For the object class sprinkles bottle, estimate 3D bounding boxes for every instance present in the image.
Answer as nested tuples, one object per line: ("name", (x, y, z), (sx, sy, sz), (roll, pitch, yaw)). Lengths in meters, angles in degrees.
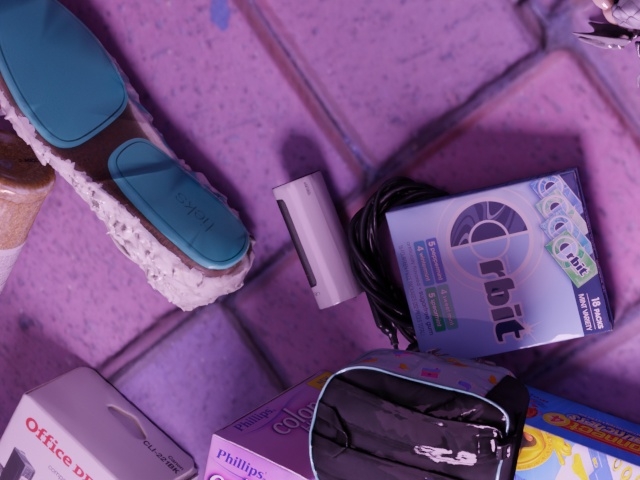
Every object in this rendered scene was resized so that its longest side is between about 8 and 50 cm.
("sprinkles bottle", (-0.425, 0.040, 1.923), (0.121, 0.121, 0.355), (40, 120, 16))

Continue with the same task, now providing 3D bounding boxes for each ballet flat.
("ballet flat", (-0.237, -0.084, 1.772), (0.409, 0.147, 0.147), (51, 123, 7))

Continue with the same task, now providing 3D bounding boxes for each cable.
("cable", (0.104, 0.024, 1.643), (0.150, 0.047, 0.184), (-13, 96, 33))

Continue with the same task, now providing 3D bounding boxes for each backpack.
("backpack", (0.090, 0.181, 1.529), (0.188, 0.144, 0.166), (12, 109, 13))

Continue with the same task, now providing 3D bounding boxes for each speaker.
("speaker", (0.000, 0.000, 1.695), (0.055, 0.055, 0.136), (-20, 93, 34))

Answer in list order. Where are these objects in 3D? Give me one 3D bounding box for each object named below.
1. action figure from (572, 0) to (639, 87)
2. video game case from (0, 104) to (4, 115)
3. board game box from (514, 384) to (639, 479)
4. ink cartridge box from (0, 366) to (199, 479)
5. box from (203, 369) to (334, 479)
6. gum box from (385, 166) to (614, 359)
("action figure", (0.282, -0.263, 1.427), (0.185, 0.099, 0.285), (2, 108, 25))
("video game case", (-0.427, -0.234, 1.895), (0.285, 0.025, 0.204), (-8, 105, 32))
("board game box", (0.204, 0.305, 1.633), (0.302, 0.086, 0.308), (18, 112, 27))
("ink cartridge box", (-0.292, 0.314, 1.923), (0.197, 0.114, 0.273), (40, 119, 16))
("box", (-0.027, 0.288, 1.696), (0.117, 0.213, 0.243), (22, 113, 25))
("gum box", (0.170, 0.026, 1.574), (0.184, 0.041, 0.157), (-13, 97, 15))
